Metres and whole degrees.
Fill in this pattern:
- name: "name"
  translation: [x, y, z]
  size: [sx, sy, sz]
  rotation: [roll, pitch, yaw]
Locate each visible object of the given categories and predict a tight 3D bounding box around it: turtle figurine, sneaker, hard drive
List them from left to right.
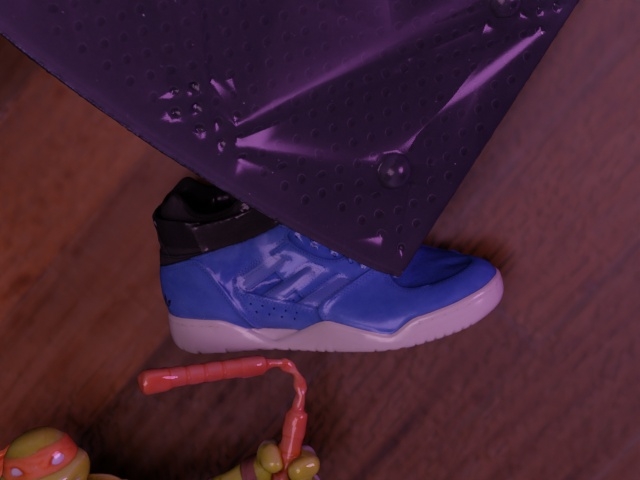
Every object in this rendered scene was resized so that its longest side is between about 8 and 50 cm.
- name: "turtle figurine"
  translation: [-0.104, 0.169, 0.899]
  size: [0.270, 0.087, 0.217]
  rotation: [-24, 108, 1]
- name: "hard drive"
  translation: [-0.022, -0.110, 0.750]
  size: [0.255, 0.054, 0.172]
  rotation: [33, 89, -36]
- name: "sneaker"
  translation: [0.000, 0.000, 0.851]
  size: [0.152, 0.058, 0.084]
  rotation: [-3, 112, 19]
